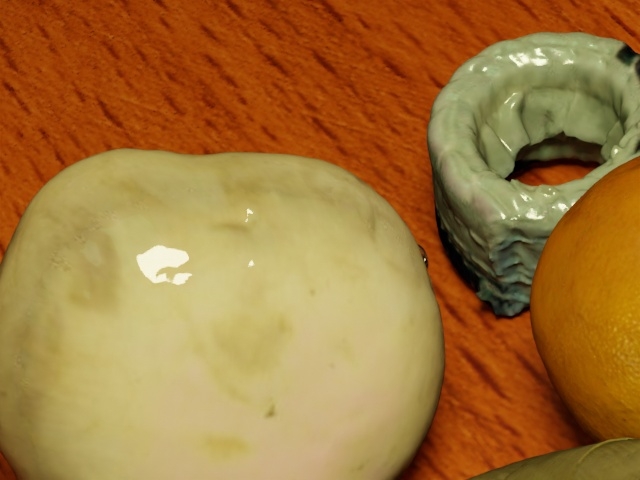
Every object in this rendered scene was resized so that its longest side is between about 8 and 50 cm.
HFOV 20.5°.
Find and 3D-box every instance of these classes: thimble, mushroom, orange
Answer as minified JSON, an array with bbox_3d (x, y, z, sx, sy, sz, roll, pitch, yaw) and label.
[{"bbox_3d":[0.199,-0.057,1.522,0.237,0.150,0.237,-7,48,8],"label":"thimble"},{"bbox_3d":[-0.090,0.065,1.361,0.353,0.325,0.353,-11,50,13],"label":"mushroom"},{"bbox_3d":[0.290,0.054,1.326,0.261,0.261,0.261,-7,47,8],"label":"orange"}]

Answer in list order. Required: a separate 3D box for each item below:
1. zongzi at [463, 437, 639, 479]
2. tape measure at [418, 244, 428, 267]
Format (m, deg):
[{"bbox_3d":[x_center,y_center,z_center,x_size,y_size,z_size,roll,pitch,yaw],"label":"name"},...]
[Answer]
[{"bbox_3d":[0.115,0.211,1.187,0.289,0.317,0.154,-17,63,-1],"label":"zongzi"},{"bbox_3d":[-0.002,0.004,1.598,0.180,0.104,0.107,30,12,-7],"label":"tape measure"}]
